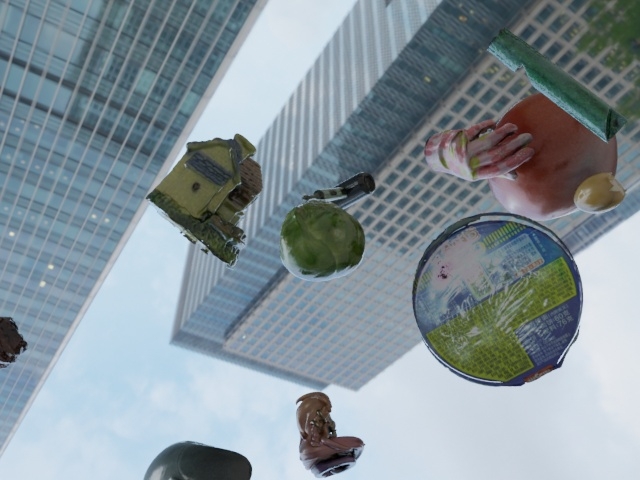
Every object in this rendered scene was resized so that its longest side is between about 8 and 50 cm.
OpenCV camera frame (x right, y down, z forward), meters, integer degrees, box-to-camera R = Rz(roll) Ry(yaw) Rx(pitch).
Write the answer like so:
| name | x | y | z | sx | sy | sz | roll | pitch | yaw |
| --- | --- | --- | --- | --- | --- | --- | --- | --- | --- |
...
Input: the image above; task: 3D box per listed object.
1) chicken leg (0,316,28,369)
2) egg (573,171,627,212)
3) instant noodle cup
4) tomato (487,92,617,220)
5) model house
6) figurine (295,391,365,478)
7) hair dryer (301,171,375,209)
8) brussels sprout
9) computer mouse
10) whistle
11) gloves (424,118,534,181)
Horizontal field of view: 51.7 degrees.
| name | x | y | z | sx | sy | sz | roll | pitch | yaw |
| --- | --- | --- | --- | --- | --- | --- | --- | --- | --- |
| chicken leg | -0.639 | 0.132 | 1.084 | 0.322 | 0.177 | 0.083 | 6 | -179 | 3 |
| egg | 0.568 | -0.094 | 1.348 | 0.080 | 0.096 | 0.080 | 36 | -148 | -26 |
| instant noodle cup | 0.339 | 0.110 | 1.197 | 0.284 | 0.284 | 0.312 | 59 | -164 | 19 |
| tomato | 0.591 | -0.199 | 1.653 | 0.341 | 0.341 | 0.273 | 17 | -161 | -27 |
| model house | -0.241 | -0.108 | 1.599 | 0.261 | 0.321 | 0.266 | 36 | -99 | -4 |
| figurine | 0.001 | 0.352 | 1.190 | 0.114 | 0.126 | 0.157 | -24 | -105 | -41 |
| hair dryer | 0.029 | -0.101 | 1.425 | 0.197 | 0.100 | 0.057 | -15 | -100 | -50 |
| brussels sprout | 0.002 | -0.003 | 1.075 | 0.155 | 0.117 | 0.155 | 2 | -128 | -3 |
| computer mouse | -0.203 | 0.409 | 1.088 | 0.090 | 0.379 | 0.167 | 37 | -122 | -32 |
| whistle | 0.286 | -0.190 | 0.802 | 0.186 | 0.039 | 0.039 | 40 | -141 | 8 |
| gloves | 0.366 | -0.197 | 1.518 | 0.126 | 0.241 | 0.145 | -26 | -66 | -37 |
